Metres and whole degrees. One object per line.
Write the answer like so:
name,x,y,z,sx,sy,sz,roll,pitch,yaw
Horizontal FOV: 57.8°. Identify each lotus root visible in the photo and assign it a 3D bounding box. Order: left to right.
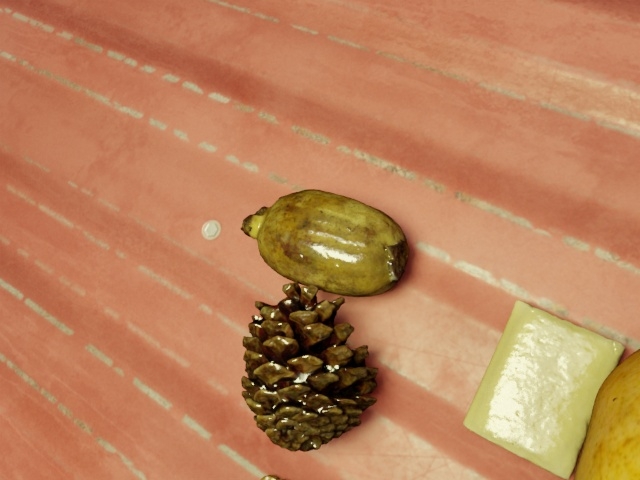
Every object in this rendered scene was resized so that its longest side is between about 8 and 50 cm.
lotus root,0.000,0.000,0.832,0.260,0.128,0.145,14,53,23

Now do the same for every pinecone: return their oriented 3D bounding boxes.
pinecone,-0.022,0.168,0.769,0.184,0.179,0.204,117,147,-40

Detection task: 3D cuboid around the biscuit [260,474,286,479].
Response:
biscuit,-0.040,0.463,0.764,0.172,0.029,0.254,14,79,22

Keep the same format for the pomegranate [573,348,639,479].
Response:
pomegranate,0.417,0.242,0.463,0.417,0.417,0.416,-6,72,18

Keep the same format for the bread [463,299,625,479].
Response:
bread,0.273,0.182,0.719,0.140,0.060,0.178,25,84,25
